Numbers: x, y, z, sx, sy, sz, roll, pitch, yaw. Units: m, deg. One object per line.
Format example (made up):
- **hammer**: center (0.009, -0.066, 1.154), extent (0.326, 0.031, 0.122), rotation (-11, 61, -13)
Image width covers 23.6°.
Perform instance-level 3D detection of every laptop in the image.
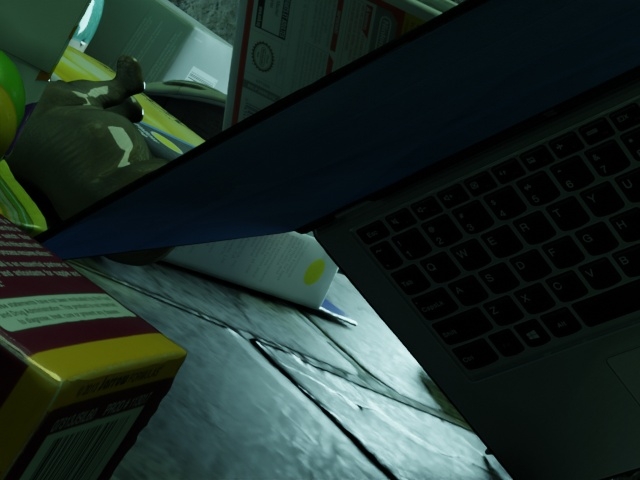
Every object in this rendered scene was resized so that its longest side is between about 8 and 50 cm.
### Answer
- **laptop**: center (0.132, 0.027, 0.788), extent (0.408, 0.382, 0.236), rotation (51, 39, -20)

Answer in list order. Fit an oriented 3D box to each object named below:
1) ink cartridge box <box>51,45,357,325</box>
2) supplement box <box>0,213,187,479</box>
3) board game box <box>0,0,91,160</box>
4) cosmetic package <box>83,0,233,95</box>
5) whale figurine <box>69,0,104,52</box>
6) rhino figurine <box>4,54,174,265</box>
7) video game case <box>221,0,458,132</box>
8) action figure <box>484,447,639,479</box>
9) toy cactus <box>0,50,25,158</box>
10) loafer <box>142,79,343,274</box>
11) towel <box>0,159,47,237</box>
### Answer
- **ink cartridge box**: center (-0.129, -0.063, 1.179), extent (0.303, 0.072, 0.307), rotation (37, 9, 30)
- **supplement box**: center (-0.147, 0.014, 0.445), extent (0.188, 0.081, 0.104), rotation (35, 7, 11)
- **board game box**: center (-0.255, -0.169, 0.858), extent (0.144, 0.142, 0.275), rotation (28, 1, -40)
- **cosmetic package**: center (-0.200, -0.203, 1.604), extent (0.107, 0.127, 0.238), rotation (26, 12, -48)
- **whale figurine**: center (-0.324, -0.273, 1.432), extent (0.272, 0.141, 0.216), rotation (34, 7, 5)
- **rhino figurine**: center (-0.154, -0.068, 0.959), extent (0.243, 0.106, 0.073), rotation (36, -30, 30)
- **video game case**: center (0.064, -0.061, 0.969), extent (0.285, 0.204, 0.025), rotation (29, 44, 19)
- **action figure**: center (0.214, 0.120, 1.128), extent (0.275, 0.164, 0.141), rotation (40, 20, -43)
- **toy cactus**: center (-0.119, 0.036, 0.296), extent (0.181, 0.112, 0.219), rotation (66, 22, -13)
- **loafer**: center (-0.051, -0.058, 1.376), extent (0.319, 0.112, 0.111), rotation (29, 8, 34)
- **towel**: center (-0.251, -0.066, 0.795), extent (0.237, 0.021, 0.102), rotation (28, 8, -39)
